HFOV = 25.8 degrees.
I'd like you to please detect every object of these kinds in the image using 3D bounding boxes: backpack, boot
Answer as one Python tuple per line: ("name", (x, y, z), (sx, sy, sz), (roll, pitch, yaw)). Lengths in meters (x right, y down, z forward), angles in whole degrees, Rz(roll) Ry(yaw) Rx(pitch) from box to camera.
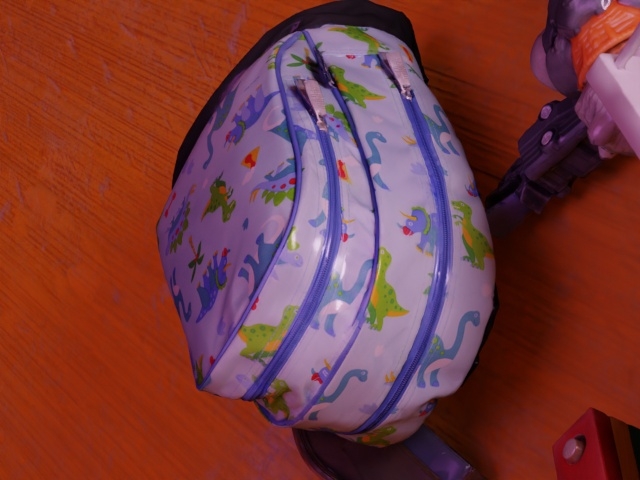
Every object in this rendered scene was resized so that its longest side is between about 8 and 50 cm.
("backpack", (0.000, 0.000, 1.115), (0.290, 0.273, 0.355), (-51, 49, 27))
("boot", (0.055, 0.179, 1.151), (0.106, 0.082, 0.219), (-45, 37, 3))

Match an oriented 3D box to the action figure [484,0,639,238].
("action figure", (0.174, -0.164, 1.010), (0.341, 0.178, 0.330), (-48, 36, 30))

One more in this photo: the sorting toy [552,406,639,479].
("sorting toy", (0.230, 0.163, 0.813), (0.257, 0.089, 0.255), (-52, 21, 32))

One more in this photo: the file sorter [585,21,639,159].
("file sorter", (0.314, -0.055, 0.743), (0.173, 0.192, 0.278), (-63, 37, 38))
